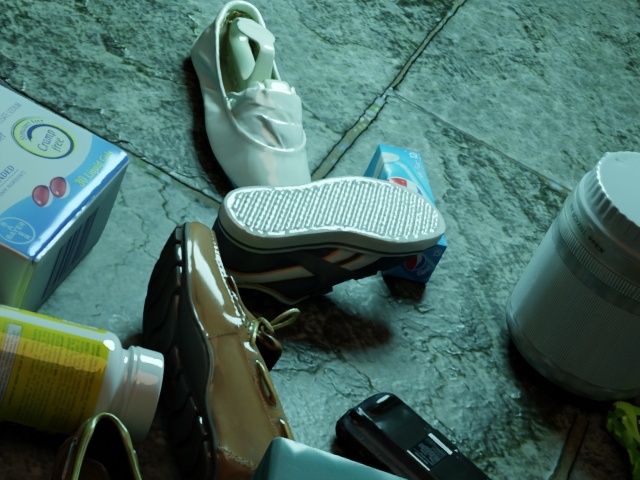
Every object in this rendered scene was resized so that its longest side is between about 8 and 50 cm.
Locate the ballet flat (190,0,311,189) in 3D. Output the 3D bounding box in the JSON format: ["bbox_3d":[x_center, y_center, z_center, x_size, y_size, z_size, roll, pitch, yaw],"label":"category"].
[{"bbox_3d":[-0.092,-0.199,2.168,0.139,0.139,0.400,7,39,-25],"label":"ballet flat"}]

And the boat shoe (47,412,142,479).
[{"bbox_3d":[-0.211,0.293,1.462,0.111,0.104,0.307,8,38,-24],"label":"boat shoe"}]

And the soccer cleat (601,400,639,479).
[{"bbox_3d":[0.409,0.265,1.933,0.072,0.060,0.179,11,34,-23],"label":"soccer cleat"}]

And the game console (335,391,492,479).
[{"bbox_3d":[0.178,0.297,1.760,0.361,0.044,0.213,41,36,21],"label":"game console"}]

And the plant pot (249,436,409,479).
[{"bbox_3d":[-0.011,0.344,1.478,0.166,0.165,0.234,20,42,-8],"label":"plant pot"}]

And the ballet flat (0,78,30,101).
[{"bbox_3d":[-0.439,-0.188,1.991,0.203,0.074,0.074,36,36,11],"label":"ballet flat"}]

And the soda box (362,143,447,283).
[{"bbox_3d":[0.112,-0.039,2.135,0.067,0.071,0.210,12,37,-19],"label":"soda box"}]

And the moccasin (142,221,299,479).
[{"bbox_3d":[-0.101,0.132,1.717,0.147,0.139,0.380,8,38,-28],"label":"moccasin"}]

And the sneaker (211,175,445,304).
[{"bbox_3d":[0.000,0.000,1.961,0.321,0.127,0.126,0,45,-31],"label":"sneaker"}]

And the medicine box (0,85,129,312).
[{"bbox_3d":[-0.408,-0.052,1.758,0.289,0.149,0.263,28,34,3],"label":"medicine box"}]

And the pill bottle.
[{"bbox_3d":[-0.275,0.140,1.614,0.209,0.119,0.119,15,36,-14],"label":"pill bottle"}]

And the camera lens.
[{"bbox_3d":[0.380,0.053,2.003,0.219,0.274,0.219,17,35,-13],"label":"camera lens"}]
